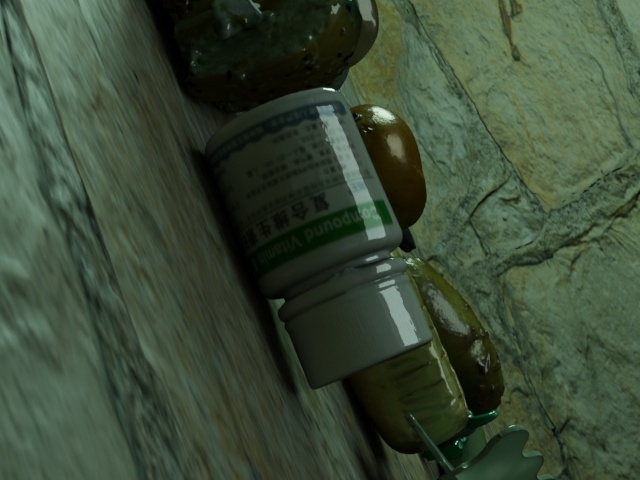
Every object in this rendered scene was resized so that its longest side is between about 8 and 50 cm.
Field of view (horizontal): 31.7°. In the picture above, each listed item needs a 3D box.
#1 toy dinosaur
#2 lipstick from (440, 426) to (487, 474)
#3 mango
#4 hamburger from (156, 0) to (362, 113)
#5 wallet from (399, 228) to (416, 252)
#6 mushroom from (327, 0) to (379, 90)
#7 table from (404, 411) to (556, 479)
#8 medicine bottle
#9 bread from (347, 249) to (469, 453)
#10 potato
[{"bbox_3d":[0.180,0.249,1.525,0.096,0.132,0.059,-36,104,-58],"label":"toy dinosaur"},{"bbox_3d":[0.214,0.326,1.656,0.304,0.076,0.076,-86,151,-75],"label":"lipstick"},{"bbox_3d":[0.082,-0.095,1.591,0.236,0.136,0.166,62,33,-52],"label":"mango"},{"bbox_3d":[-0.055,-0.225,1.126,0.288,0.192,0.168,-6,82,-81],"label":"hamburger"},{"bbox_3d":[0.058,-0.090,1.769,0.245,0.052,0.169,44,14,-35],"label":"wallet"},{"bbox_3d":[-0.023,-0.248,1.377,0.159,0.122,0.328,37,-8,-8],"label":"mushroom"},{"bbox_3d":[0.152,0.260,1.119,0.198,0.166,0.167,55,14,-54],"label":"table"},{"bbox_3d":[0.000,0.000,0.978,0.139,0.139,0.237,20,48,-79],"label":"medicine bottle"},{"bbox_3d":[0.076,0.116,1.233,0.236,0.106,0.140,68,10,15],"label":"bread"},{"bbox_3d":[0.175,0.144,1.669,0.298,0.141,0.176,61,-9,-26],"label":"potato"}]
